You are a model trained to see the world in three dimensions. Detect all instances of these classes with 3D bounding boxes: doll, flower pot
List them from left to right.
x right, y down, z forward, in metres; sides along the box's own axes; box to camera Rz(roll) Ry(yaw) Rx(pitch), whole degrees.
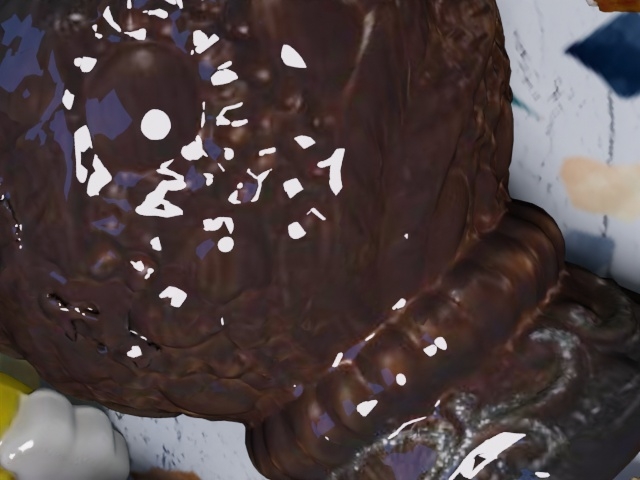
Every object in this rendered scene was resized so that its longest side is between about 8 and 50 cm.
[{"bbox_3d":[-0.253,0.178,0.823,0.237,0.252,0.111,-60,32,29],"label":"doll"},{"bbox_3d":[0.000,0.000,0.539,0.267,0.266,0.266,48,130,-1],"label":"flower pot"}]

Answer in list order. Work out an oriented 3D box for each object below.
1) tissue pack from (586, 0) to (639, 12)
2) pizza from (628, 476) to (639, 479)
[{"bbox_3d":[0.197,-0.163,0.416,0.226,0.092,0.183,9,109,38],"label":"tissue pack"},{"bbox_3d":[0.186,0.221,0.588,0.127,0.058,0.246,-35,87,47],"label":"pizza"}]
